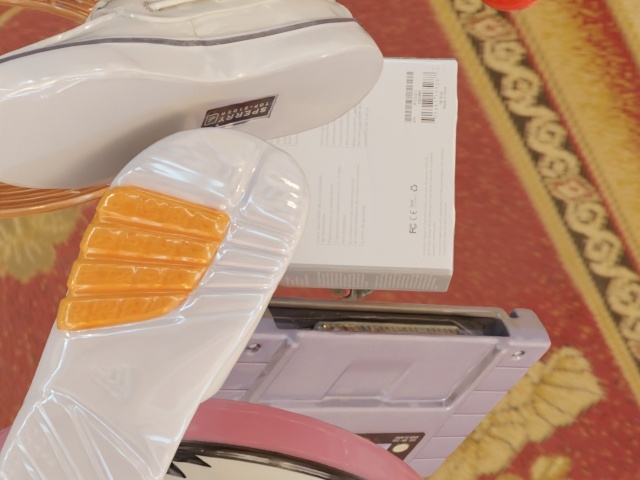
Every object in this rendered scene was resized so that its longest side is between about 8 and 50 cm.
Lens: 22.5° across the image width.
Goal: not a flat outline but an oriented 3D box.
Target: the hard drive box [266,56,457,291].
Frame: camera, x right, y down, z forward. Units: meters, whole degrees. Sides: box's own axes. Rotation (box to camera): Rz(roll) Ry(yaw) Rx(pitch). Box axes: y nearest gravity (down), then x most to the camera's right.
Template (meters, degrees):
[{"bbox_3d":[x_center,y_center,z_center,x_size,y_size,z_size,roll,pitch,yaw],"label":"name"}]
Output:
[{"bbox_3d":[-0.007,-0.055,1.313,0.232,0.089,0.181,3,79,1],"label":"hard drive box"}]

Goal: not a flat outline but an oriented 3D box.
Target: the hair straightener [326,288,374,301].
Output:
[{"bbox_3d":[0.000,0.000,1.631,0.230,0.047,0.089,29,53,-51],"label":"hair straightener"}]

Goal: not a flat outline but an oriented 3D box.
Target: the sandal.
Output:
[{"bbox_3d":[-0.099,0.061,0.842,0.102,0.076,0.265,28,76,0],"label":"sandal"}]

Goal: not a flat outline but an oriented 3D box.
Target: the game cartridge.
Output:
[{"bbox_3d":[0.011,0.144,1.434,0.355,0.068,0.230,4,133,-36],"label":"game cartridge"}]

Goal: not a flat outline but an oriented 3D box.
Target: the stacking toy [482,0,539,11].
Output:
[{"bbox_3d":[0.138,-0.304,1.448,0.141,0.141,0.330,-58,148,0],"label":"stacking toy"}]

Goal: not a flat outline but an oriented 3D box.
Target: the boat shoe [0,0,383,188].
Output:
[{"bbox_3d":[-0.088,-0.101,0.885,0.268,0.096,0.088,-17,60,-33],"label":"boat shoe"}]

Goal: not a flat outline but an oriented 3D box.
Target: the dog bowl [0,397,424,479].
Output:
[{"bbox_3d":[-0.084,0.248,1.058,0.408,0.408,0.150,13,53,-13],"label":"dog bowl"}]

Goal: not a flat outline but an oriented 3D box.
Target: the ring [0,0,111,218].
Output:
[{"bbox_3d":[-0.245,-0.127,1.159,0.337,0.336,0.032,-2,129,-12],"label":"ring"}]
